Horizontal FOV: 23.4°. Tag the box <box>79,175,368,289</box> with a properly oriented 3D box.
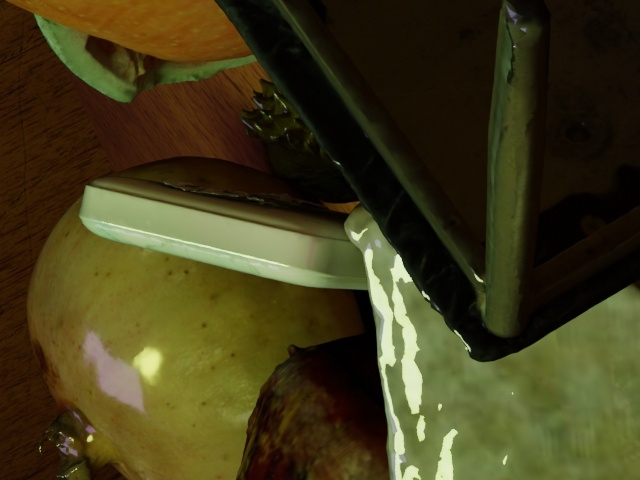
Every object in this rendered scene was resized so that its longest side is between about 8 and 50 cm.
[{"bbox_3d":[0.000,0.000,0.841,0.142,0.044,0.285,11,-178,25],"label":"box"}]

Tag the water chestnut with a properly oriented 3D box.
[{"bbox_3d":[0.043,0.236,1.042,0.350,0.302,0.350,53,167,18],"label":"water chestnut"}]

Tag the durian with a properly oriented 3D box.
[{"bbox_3d":[0.034,-0.058,0.794,0.208,0.146,0.102,-125,51,-79],"label":"durian"}]

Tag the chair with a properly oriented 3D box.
[{"bbox_3d":[0.072,-0.069,0.472,0.188,0.166,0.272,56,168,27],"label":"chair"}]

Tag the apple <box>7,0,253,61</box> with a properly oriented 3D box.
[{"bbox_3d":[-0.069,-0.186,0.633,0.251,0.206,0.272,30,-171,-33],"label":"apple"}]

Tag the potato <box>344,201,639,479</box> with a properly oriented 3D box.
[{"bbox_3d":[0.139,0.082,0.737,0.189,0.211,0.264,-38,-59,-67],"label":"potato"}]

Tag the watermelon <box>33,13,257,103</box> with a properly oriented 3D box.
[{"bbox_3d":[-0.114,-0.208,1.069,0.176,0.256,0.260,14,149,6],"label":"watermelon"}]

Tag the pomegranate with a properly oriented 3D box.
[{"bbox_3d":[-0.121,0.099,1.405,0.338,0.338,0.338,58,169,18],"label":"pomegranate"}]
